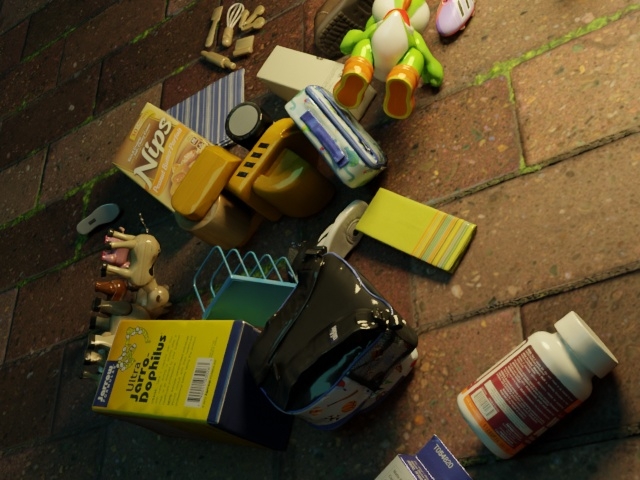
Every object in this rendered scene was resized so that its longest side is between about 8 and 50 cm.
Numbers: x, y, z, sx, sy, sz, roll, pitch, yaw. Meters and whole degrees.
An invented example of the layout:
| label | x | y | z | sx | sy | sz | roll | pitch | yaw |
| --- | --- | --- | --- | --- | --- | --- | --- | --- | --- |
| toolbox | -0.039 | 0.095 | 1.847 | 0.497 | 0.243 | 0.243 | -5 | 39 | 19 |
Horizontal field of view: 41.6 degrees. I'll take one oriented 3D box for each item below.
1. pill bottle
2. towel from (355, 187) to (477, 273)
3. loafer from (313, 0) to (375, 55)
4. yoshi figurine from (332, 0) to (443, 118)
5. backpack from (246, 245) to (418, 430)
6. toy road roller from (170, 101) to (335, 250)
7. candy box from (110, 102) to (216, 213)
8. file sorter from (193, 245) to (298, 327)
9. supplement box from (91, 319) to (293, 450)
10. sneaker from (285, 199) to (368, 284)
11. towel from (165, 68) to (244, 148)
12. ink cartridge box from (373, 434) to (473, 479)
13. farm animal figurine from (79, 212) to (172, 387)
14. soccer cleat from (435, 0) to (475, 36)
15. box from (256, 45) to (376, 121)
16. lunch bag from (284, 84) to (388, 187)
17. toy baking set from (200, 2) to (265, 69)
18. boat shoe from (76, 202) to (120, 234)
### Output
| label | x | y | z | sx | sy | sz | roll | pitch | yaw |
| --- | --- | --- | --- | --- | --- | --- | --- | --- | --- |
| pill bottle | 0.322 | 0.213 | 1.251 | 0.221 | 0.121 | 0.121 | -42 | 45 | 13 |
| towel | 0.176 | -0.022 | 1.577 | 0.237 | 0.021 | 0.102 | 26 | 79 | 41 |
| loafer | 0.110 | -0.589 | 1.908 | 0.366 | 0.134 | 0.130 | -40 | 46 | 14 |
| yoshi figurine | 0.141 | -0.386 | 1.722 | 0.203 | 0.203 | 0.362 | -18 | 39 | 37 |
| backpack | 0.015 | 0.188 | 1.464 | 0.263 | 0.213 | 0.276 | -43 | 38 | 0 |
| toy road roller | -0.125 | -0.108 | 1.776 | 0.241 | 0.202 | 0.329 | 36 | 90 | 35 |
| candy box | -0.355 | -0.188 | 2.045 | 0.316 | 0.088 | 0.182 | 35 | 94 | 35 |
| file sorter | -0.144 | 0.088 | 1.633 | 0.118 | 0.170 | 0.104 | -54 | 45 | 28 |
| supplement box | -0.236 | 0.274 | 1.631 | 0.357 | 0.194 | 0.195 | -4 | 63 | 38 |
| sneaker | 0.000 | 0.000 | 1.681 | 0.121 | 0.079 | 0.216 | 27 | 85 | 44 |
| towel | -0.325 | -0.282 | 2.167 | 0.336 | 0.040 | 0.243 | -24 | 50 | 25 |
| ink cartridge box | 0.154 | 0.447 | 1.305 | 0.224 | 0.045 | 0.223 | -48 | 44 | 6 |
| farm animal figurine | -0.411 | 0.152 | 1.850 | 0.330 | 0.172 | 0.326 | 129 | 148 | -60 |
| soccer cleat | 0.293 | -0.545 | 1.755 | 0.083 | 0.095 | 0.248 | 17 | 76 | 45 |
| box | -0.012 | -0.349 | 1.884 | 0.275 | 0.113 | 0.094 | 29 | 85 | 45 |
| lunch bag | 0.034 | -0.205 | 1.664 | 0.090 | 0.176 | 0.219 | -41 | 83 | 16 |
| toy baking set | -0.237 | -0.551 | 2.257 | 0.256 | 0.030 | 0.196 | 26 | 80 | 45 |
| boat shoe | -0.588 | -0.062 | 2.241 | 0.142 | 0.049 | 0.040 | -27 | 12 | 19 |
